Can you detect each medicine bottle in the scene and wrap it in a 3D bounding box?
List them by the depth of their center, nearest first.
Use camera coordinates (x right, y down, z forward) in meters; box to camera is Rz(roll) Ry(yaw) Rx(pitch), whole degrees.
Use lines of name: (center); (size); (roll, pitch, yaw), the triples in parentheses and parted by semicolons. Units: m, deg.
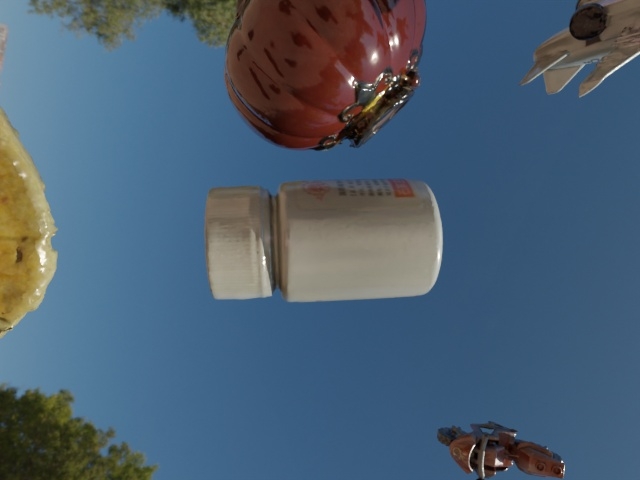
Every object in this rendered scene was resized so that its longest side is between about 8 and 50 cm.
medicine bottle: (0.000, 0.000, 0.775); (0.211, 0.371, 0.211); (178, -90, -85)

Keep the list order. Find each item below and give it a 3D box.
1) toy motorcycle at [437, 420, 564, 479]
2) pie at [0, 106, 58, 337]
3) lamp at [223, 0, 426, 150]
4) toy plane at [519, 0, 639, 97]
toy motorcycle: (0.313, 0.374, 0.781); (0.212, 0.118, 0.084); (7, -95, 15)
pie: (-0.426, -0.014, 0.411); (0.083, 0.339, 0.339); (31, -71, 65)
lamp: (0.007, -0.263, 0.629); (0.257, 0.303, 0.303); (48, -58, 2)
toy plane: (0.375, -0.258, 0.529); (0.255, 0.251, 0.101); (-11, -61, 43)
